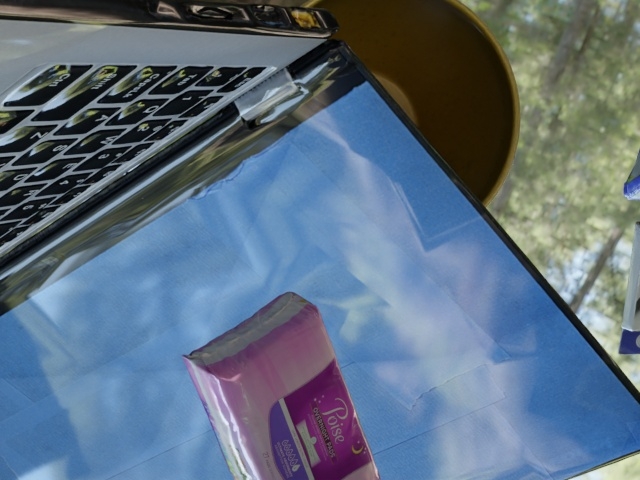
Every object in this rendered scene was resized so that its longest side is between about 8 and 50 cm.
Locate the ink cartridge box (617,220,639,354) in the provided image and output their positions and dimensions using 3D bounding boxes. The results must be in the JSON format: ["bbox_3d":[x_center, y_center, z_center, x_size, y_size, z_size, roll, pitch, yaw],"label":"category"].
[{"bbox_3d":[0.559,0.078,1.702,0.223,0.224,0.045,-2,-155,-5],"label":"ink cartridge box"}]

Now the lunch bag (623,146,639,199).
[{"bbox_3d":[0.389,-0.098,1.172,0.151,0.129,0.096,-31,-98,-21],"label":"lunch bag"}]

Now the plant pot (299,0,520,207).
[{"bbox_3d":[0.027,-0.061,0.611,0.134,0.095,0.134,0,-89,-7],"label":"plant pot"}]

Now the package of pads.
[{"bbox_3d":[-0.012,0.066,0.425,0.050,0.083,0.032,-30,-155,-23],"label":"package of pads"}]

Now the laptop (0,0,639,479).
[{"bbox_3d":[-0.119,0.096,0.492,0.408,0.382,0.236,-14,-104,-60],"label":"laptop"}]
